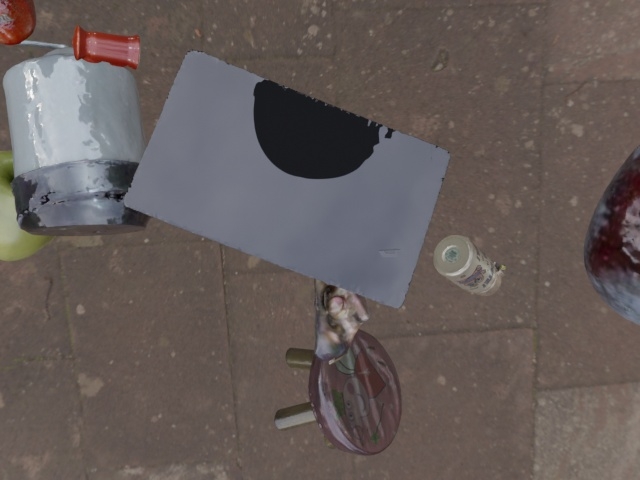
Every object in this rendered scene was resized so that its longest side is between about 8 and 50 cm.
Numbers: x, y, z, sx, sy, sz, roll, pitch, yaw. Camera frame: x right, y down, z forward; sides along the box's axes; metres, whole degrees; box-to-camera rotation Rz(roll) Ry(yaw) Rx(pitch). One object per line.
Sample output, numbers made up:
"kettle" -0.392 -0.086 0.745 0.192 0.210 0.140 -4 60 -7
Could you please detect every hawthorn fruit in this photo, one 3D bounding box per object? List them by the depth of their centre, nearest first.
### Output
"hawthorn fruit" -0.442 -0.317 0.761 0.092 0.093 0.093 -1 101 -6

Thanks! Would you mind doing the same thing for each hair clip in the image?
"hair clip" 0.006 -0.002 0.670 0.069 0.301 0.173 -29 145 25

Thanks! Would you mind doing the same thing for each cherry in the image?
"cherry" 0.451 -0.009 0.643 0.296 0.218 0.255 8 103 -29

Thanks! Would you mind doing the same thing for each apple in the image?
"apple" -0.774 -0.090 1.377 0.278 0.279 0.280 -1 101 -6

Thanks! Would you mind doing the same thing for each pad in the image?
"pad" -0.024 -0.056 0.495 0.264 0.009 0.160 21 79 -3

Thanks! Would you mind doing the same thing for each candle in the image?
"candle" -0.399 -0.177 0.908 0.221 0.221 0.343 -8 84 -5

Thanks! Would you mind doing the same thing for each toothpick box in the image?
"toothpick box" -0.290 -0.261 0.739 0.083 0.047 0.047 0 102 -28

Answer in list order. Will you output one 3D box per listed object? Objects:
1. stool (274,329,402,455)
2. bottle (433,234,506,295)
"stool" 0.039 0.348 1.235 0.178 0.272 0.272 -24 107 39
"bottle" 0.351 0.063 1.249 0.110 0.097 0.209 -36 141 22
